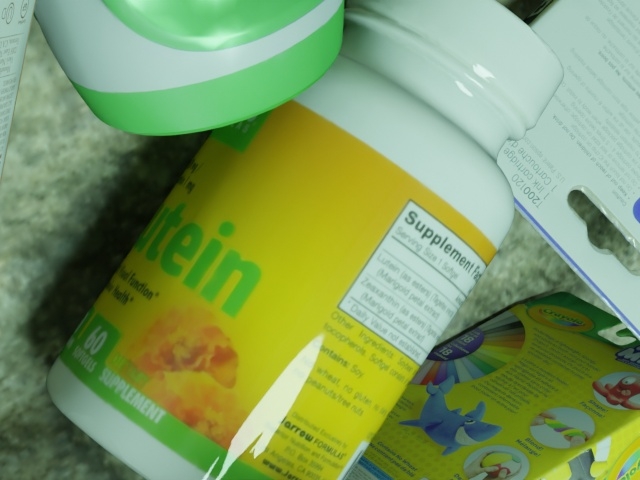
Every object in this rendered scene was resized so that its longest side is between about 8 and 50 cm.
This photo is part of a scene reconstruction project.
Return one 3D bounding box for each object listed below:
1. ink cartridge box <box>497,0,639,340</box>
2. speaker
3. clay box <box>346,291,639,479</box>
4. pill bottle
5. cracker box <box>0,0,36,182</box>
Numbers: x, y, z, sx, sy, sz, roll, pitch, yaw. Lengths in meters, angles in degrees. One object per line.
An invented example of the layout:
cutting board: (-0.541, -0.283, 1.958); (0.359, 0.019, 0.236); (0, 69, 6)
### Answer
ink cartridge box: (0.191, -0.055, 0.774); (0.208, 0.045, 0.206); (-44, 95, -13)
speaker: (-0.077, -0.191, 0.536); (0.131, 0.131, 0.296); (-30, 124, -23)
clay box: (0.087, 0.108, 0.776); (0.222, 0.127, 0.053); (-25, 122, -25)
pill bottle: (0.000, 0.000, 0.662); (0.136, 0.136, 0.246); (36, 86, -40)
cracker box: (-0.192, -0.028, 0.505); (0.155, 0.067, 0.232); (16, 102, 5)
